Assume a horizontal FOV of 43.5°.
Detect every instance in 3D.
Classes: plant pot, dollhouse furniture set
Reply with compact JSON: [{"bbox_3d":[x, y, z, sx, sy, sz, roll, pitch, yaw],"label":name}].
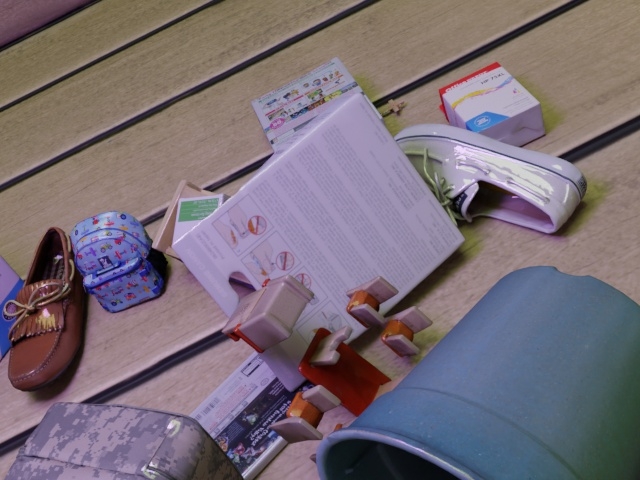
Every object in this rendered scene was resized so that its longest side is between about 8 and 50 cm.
[{"bbox_3d":[0.228,0.226,0.930,0.341,0.341,0.334,15,47,38],"label":"plant pot"},{"bbox_3d":[0.000,0.167,1.165,0.135,0.259,0.262,-30,24,53],"label":"dollhouse furniture set"}]

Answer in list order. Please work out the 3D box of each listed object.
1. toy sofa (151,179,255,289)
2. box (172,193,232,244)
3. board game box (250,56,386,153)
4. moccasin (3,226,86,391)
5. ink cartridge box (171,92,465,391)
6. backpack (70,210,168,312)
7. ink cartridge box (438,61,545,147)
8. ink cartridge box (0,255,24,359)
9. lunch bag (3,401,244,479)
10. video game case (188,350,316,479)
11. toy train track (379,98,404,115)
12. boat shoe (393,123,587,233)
[{"bbox_3d":[-0.117,0.013,1.470,0.363,0.177,0.150,16,80,38],"label":"toy sofa"},{"bbox_3d":[-0.175,-0.021,1.345,0.101,0.102,0.087,-3,74,34],"label":"box"},{"bbox_3d":[-0.003,-0.242,1.690,0.224,0.097,0.303,-27,41,2],"label":"board game box"},{"bbox_3d":[-0.527,0.122,1.541,0.139,0.147,0.380,-13,42,15],"label":"moccasin"},{"bbox_3d":[0.000,0.000,1.281,0.385,0.308,0.091,-40,15,-11],"label":"ink cartridge box"},{"bbox_3d":[-0.397,0.034,1.547,0.158,0.173,0.116,-18,41,8],"label":"backpack"},{"bbox_3d":[0.321,-0.262,1.561,0.134,0.078,0.231,-26,40,1],"label":"ink cartridge box"},{"bbox_3d":[-0.761,0.094,1.502,0.166,0.394,0.285,5,49,31],"label":"ink cartridge box"},{"bbox_3d":[-0.293,0.381,1.095,0.305,0.212,0.256,1,44,28],"label":"lunch bag"},{"bbox_3d":[-0.102,0.267,1.266,0.190,0.022,0.173,-43,43,-20],"label":"video game case"},{"bbox_3d":[0.144,-0.275,1.717,0.083,0.014,0.048,-30,40,7],"label":"toy train track"},{"bbox_3d":[0.254,-0.086,1.385,0.367,0.135,0.156,21,61,29],"label":"boat shoe"}]
